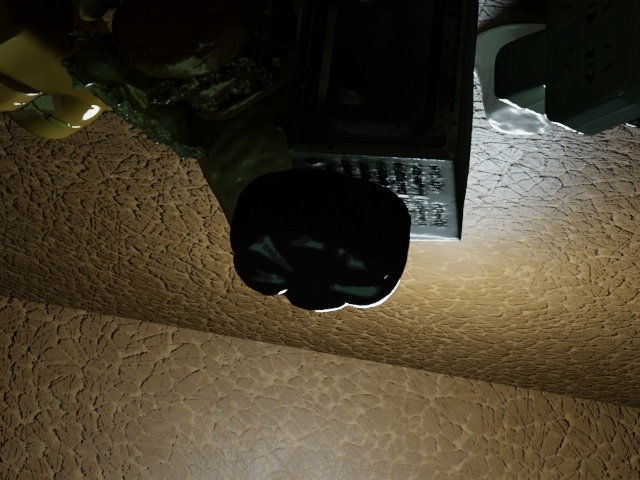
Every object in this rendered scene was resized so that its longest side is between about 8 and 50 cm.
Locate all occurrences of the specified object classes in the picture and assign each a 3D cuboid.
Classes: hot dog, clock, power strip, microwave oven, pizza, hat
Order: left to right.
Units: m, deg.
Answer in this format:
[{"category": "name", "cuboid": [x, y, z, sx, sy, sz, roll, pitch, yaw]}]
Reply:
[{"category": "clock", "cuboid": [-0.439, -0.297, 2.166, 0.200, 0.244, 0.317, -23, 150, 25]}, {"category": "hot dog", "cuboid": [-0.334, -0.404, 2.034, 0.072, 0.109, 0.269, -2, 161, -1]}, {"category": "pizza", "cuboid": [-0.274, -0.240, 2.095, 0.075, 0.280, 0.287, -28, 168, 29]}, {"category": "microwave oven", "cuboid": [0.086, -0.231, 1.947, 0.247, 0.394, 0.333, 3, 157, 10]}, {"category": "hat", "cuboid": [0.321, -0.243, 2.205, 0.203, 0.126, 0.203, 5, 154, 2]}, {"category": "power strip", "cuboid": [0.388, -0.256, 2.010, 0.141, 0.229, 0.261, 20, 154, -31]}]

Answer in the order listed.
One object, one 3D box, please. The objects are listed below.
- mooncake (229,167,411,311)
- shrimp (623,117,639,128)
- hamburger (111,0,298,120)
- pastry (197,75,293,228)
[{"category": "mooncake", "cuboid": [0.000, 0.000, 1.850, 0.245, 0.133, 0.245, 10, 153, 5]}, {"category": "shrimp", "cuboid": [0.605, -0.254, 2.183, 0.233, 0.071, 0.365, 34, 148, -31]}, {"category": "hamburger", "cuboid": [-0.161, -0.296, 2.036, 0.245, 0.260, 0.211, 26, 172, 39]}, {"category": "pastry", "cuboid": [-0.028, -0.126, 2.313, 0.312, 0.388, 0.388, -26, 152, 4]}]
